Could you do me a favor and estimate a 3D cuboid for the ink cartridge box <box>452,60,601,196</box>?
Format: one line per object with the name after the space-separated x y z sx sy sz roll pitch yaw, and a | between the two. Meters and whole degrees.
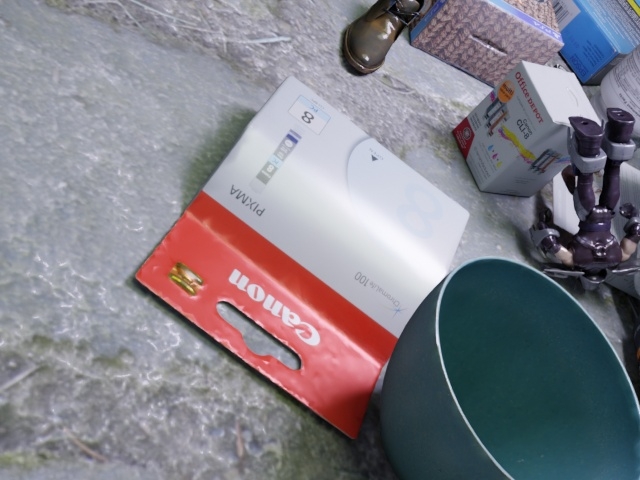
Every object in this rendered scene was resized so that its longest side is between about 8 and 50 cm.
0.325 -0.173 1.460 0.127 0.176 0.128 5 53 -37 | ink cartridge box

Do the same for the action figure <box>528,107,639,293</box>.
0.413 -0.047 1.389 0.185 0.285 0.099 -7 25 -13 | action figure

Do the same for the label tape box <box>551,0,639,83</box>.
0.620 -0.458 2.001 0.333 0.106 0.241 -10 62 -44 | label tape box

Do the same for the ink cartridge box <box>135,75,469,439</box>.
0.000 0.000 1.115 0.308 0.091 0.385 38 39 -7 | ink cartridge box

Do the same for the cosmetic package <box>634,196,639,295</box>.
0.740 -0.056 1.397 0.393 0.327 0.330 10 81 -23 | cosmetic package

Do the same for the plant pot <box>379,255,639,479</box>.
0.176 0.189 1.008 0.290 0.195 0.290 23 47 -27 | plant pot

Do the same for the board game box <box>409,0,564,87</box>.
0.287 -0.445 1.690 0.232 0.141 0.291 21 45 -24 | board game box

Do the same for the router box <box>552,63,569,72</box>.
0.380 -0.231 1.597 0.038 0.122 0.092 29 43 -23 | router box

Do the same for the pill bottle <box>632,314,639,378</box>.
0.528 0.213 1.331 0.130 0.130 0.246 28 42 -17 | pill bottle

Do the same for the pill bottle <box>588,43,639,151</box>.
0.627 -0.290 1.725 0.160 0.283 0.160 22 45 -24 | pill bottle

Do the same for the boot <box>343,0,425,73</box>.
0.104 -0.355 1.490 0.082 0.106 0.219 35 41 -10 | boot

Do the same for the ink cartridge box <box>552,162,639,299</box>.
0.475 -0.049 1.569 0.238 0.060 0.275 26 43 -11 | ink cartridge box
